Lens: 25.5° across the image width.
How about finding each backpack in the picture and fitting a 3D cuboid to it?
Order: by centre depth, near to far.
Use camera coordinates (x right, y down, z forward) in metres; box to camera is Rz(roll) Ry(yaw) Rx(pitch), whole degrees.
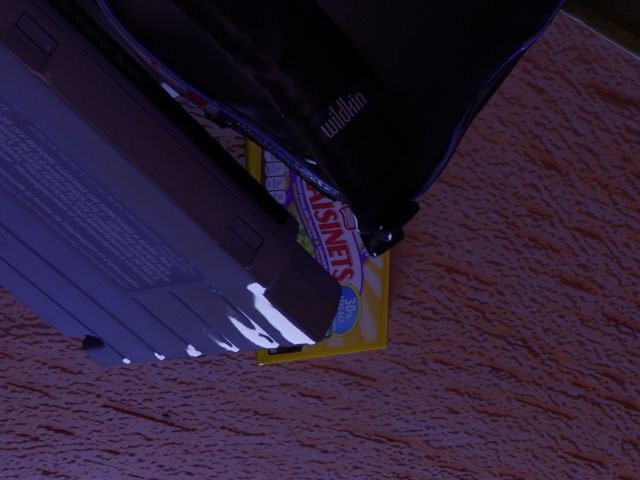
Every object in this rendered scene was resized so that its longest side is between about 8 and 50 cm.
[{"bbox_3d":[-0.008,-0.179,0.796,0.263,0.213,0.276,32,93,-31],"label":"backpack"}]

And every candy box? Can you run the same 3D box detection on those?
[{"bbox_3d":[0.000,0.000,1.038,0.105,0.027,0.206,-8,126,-10],"label":"candy box"}]

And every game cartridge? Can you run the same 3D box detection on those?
[{"bbox_3d":[-0.170,-0.048,0.841,0.230,0.068,0.355,-13,134,40],"label":"game cartridge"}]

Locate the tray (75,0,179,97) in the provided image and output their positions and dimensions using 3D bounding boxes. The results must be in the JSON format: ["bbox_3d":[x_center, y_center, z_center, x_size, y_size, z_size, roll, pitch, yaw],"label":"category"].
[{"bbox_3d":[-0.216,-0.105,0.919,0.270,0.030,0.145,-23,125,4],"label":"tray"}]

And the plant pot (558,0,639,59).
[{"bbox_3d":[0.307,-0.190,0.852,0.276,0.276,0.254,25,104,-26],"label":"plant pot"}]
